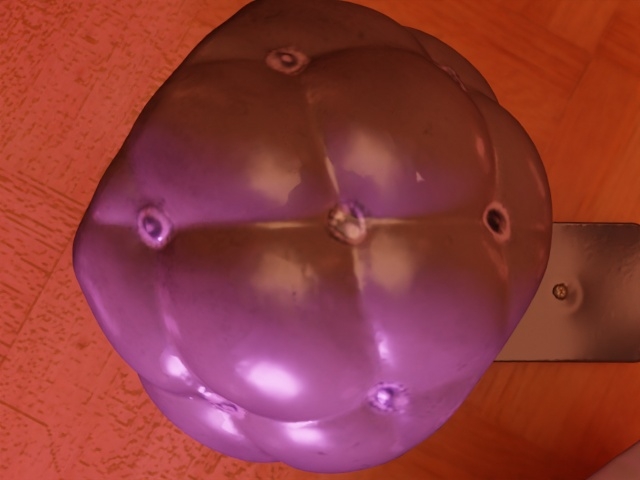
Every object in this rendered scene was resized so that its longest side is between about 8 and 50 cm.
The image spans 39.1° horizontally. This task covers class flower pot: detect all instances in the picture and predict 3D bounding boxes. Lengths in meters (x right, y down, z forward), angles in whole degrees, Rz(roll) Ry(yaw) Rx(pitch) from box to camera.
[{"bbox_3d":[0.000,0.000,0.476,0.195,0.246,0.246,34,85,0],"label":"flower pot"}]

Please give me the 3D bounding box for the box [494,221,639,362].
[{"bbox_3d":[0.150,0.033,0.581,0.125,0.031,0.091,-1,86,-2],"label":"box"}]

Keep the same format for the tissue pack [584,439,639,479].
[{"bbox_3d":[0.171,0.341,0.405,0.331,0.205,0.405,-32,57,-6],"label":"tissue pack"}]
